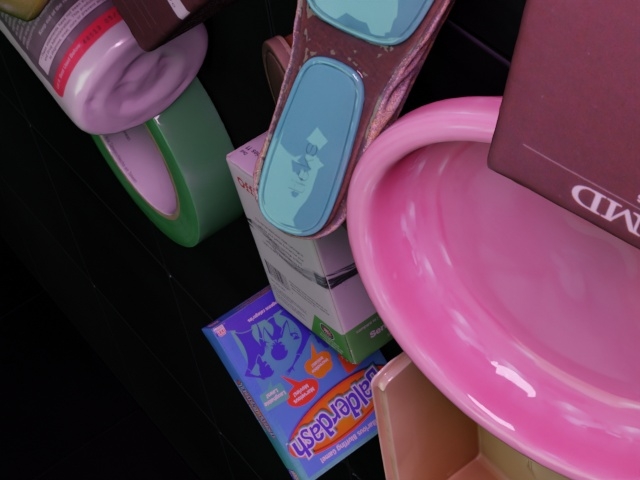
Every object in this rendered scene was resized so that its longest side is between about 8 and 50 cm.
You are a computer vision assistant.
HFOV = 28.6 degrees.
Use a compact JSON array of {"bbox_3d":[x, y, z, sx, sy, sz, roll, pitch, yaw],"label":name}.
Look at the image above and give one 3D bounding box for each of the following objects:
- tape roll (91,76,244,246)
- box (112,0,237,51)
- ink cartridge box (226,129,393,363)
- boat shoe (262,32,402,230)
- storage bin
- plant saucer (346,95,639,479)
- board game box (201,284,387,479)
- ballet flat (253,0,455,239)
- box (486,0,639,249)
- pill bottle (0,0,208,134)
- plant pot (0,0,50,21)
[{"bbox_3d":[-0.216,-0.146,1.590,0.321,0.077,0.321,47,158,25],"label":"tape roll"},{"bbox_3d":[-0.085,-0.268,0.940,0.168,0.167,0.203,59,161,-7],"label":"box"},{"bbox_3d":[0.000,0.000,1.281,0.153,0.086,0.208,37,154,44],"label":"ink cartridge box"},{"bbox_3d":[0.063,-0.049,1.040,0.307,0.104,0.111,60,170,2],"label":"boat shoe"},{"bbox_3d":[0.183,0.241,1.168,0.262,0.123,0.260,42,156,37],"label":"storage bin"},{"bbox_3d":[0.170,0.033,0.840,0.332,0.084,0.332,31,147,23],"label":"plant saucer"},{"bbox_3d":[-0.013,0.147,1.435,0.210,0.160,0.047,59,160,-8],"label":"board game box"},{"bbox_3d":[0.033,-0.149,0.891,0.107,0.106,0.316,32,119,11],"label":"ballet flat"},{"bbox_3d":[0.194,-0.133,0.462,0.191,0.143,0.381,30,155,16],"label":"box"},{"bbox_3d":[-0.280,-0.284,1.374,0.318,0.176,0.176,50,160,17],"label":"pill bottle"},{"bbox_3d":[-0.370,-0.376,1.125,0.352,0.367,0.366,24,170,-19],"label":"plant pot"}]
